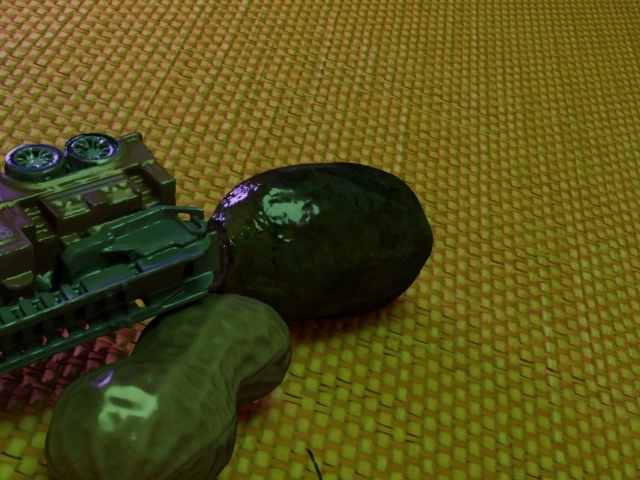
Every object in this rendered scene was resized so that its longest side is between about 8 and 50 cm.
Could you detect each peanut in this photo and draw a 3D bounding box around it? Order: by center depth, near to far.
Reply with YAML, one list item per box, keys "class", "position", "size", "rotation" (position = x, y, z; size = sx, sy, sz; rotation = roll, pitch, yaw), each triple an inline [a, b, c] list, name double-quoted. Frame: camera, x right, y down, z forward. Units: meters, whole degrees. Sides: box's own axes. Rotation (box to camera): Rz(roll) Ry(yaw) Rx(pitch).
- class: "peanut"
  position: [-0.115, 0.129, 1.020]
  size: [0.136, 0.120, 0.298]
  rotation: [48, 33, -1]

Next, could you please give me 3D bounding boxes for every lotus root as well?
- class: "lotus root"
  position: [0.000, 0.000, 1.250]
  size: [0.274, 0.152, 0.160]
  rotation: [-10, 52, -39]

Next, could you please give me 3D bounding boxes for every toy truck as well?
- class: "toy truck"
  position: [-0.264, 0.031, 1.007]
  size: [0.338, 0.133, 0.184]
  rotation: [-21, 42, -31]

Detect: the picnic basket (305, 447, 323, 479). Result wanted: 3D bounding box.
- class: "picnic basket"
  position: [-0.018, 0.221, 0.977]
  size: [0.065, 0.083, 0.083]
  rotation: [-23, 95, -31]
